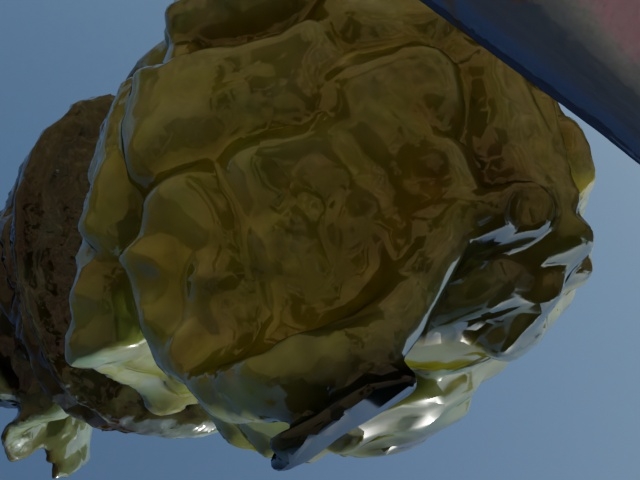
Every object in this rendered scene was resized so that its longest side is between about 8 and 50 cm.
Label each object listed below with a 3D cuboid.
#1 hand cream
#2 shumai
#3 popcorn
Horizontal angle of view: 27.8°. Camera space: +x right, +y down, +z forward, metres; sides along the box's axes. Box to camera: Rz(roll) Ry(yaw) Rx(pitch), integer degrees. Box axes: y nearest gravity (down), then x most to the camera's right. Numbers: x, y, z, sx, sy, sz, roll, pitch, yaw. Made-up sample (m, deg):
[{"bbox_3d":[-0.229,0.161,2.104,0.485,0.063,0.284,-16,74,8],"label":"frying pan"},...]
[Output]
[{"bbox_3d":[0.056,-0.101,0.404,0.256,0.088,0.055,37,-168,17],"label":"hand cream"},{"bbox_3d":[-0.224,0.050,1.221,0.292,0.288,0.330,-8,-98,-35],"label":"shumai"},{"bbox_3d":[-0.004,-0.008,0.648,0.293,0.293,0.237,-9,-119,-56],"label":"popcorn"}]
